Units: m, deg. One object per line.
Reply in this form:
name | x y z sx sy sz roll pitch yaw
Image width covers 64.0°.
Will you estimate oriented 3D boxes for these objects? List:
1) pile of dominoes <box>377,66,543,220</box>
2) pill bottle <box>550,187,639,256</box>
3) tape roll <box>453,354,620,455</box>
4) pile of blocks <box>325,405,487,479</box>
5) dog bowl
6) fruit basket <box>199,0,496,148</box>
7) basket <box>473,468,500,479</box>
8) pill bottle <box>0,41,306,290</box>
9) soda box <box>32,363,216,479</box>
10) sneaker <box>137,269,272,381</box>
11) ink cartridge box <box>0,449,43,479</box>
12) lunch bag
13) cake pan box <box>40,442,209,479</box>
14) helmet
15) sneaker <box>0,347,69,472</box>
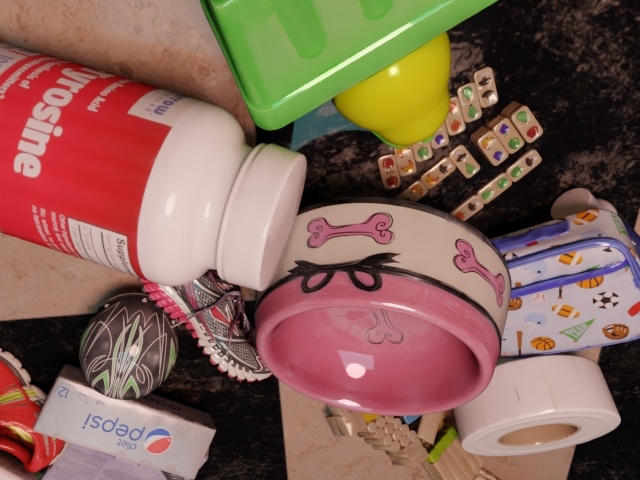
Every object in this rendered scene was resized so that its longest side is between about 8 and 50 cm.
pile of dominoes | 0.224 -0.122 0.818 0.251 0.040 0.196 -40 114 13
pill bottle | 0.470 -0.011 0.869 0.169 0.094 0.094 38 108 -21
tape roll | 0.395 0.318 0.962 0.285 0.100 0.286 -3 144 -2
pile of blocks | 0.161 0.384 1.048 0.362 0.149 0.112 33 152 -11
dog bowl | 0.081 0.129 0.778 0.407 0.151 0.408 7 140 6
fruit basket | 0.053 -0.288 0.637 0.391 0.283 0.392 -22 159 -9
basket | 0.364 0.734 1.141 0.328 0.266 0.331 37 108 -21
pill bottle | -0.236 -0.080 0.631 0.407 0.229 0.229 17 115 4
soda box | -0.338 0.321 0.907 0.286 0.091 0.098 26 83 -19
sneaker | -0.165 0.120 0.856 0.112 0.121 0.299 -36 114 9
ink cartridge box | -0.632 0.385 0.863 0.272 0.115 0.198 36 153 -8
lunch bag | 0.365 0.081 0.848 0.303 0.115 0.243 -22 123 33
cake pan box | -0.398 0.446 1.027 0.266 0.070 0.246 29 108 -19
helmet | -0.310 0.173 0.838 0.169 0.161 0.170 3 79 -18
sneaker | -0.558 0.287 0.885 0.279 0.118 0.107 43 107 -6
